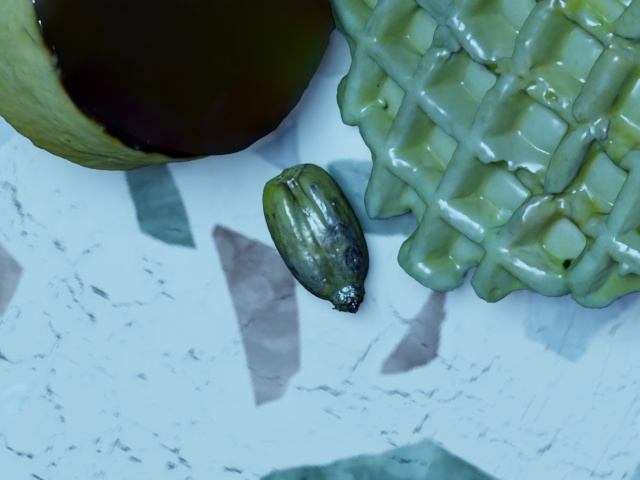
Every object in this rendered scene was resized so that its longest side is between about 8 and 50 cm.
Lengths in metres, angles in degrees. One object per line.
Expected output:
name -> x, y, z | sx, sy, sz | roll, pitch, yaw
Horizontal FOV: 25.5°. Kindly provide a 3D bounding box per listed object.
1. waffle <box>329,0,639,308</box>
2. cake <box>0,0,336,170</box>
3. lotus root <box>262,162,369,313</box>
waffle -> 0.122, -0.113, 0.784 | 0.292, 0.056, 0.309 | -5, 95, 37
cake -> -0.120, -0.132, 0.835 | 0.208, 0.178, 0.185 | 13, 82, -30
lotus root -> 0.000, 0.000, 0.874 | 0.054, 0.049, 0.099 | -26, 90, 2
